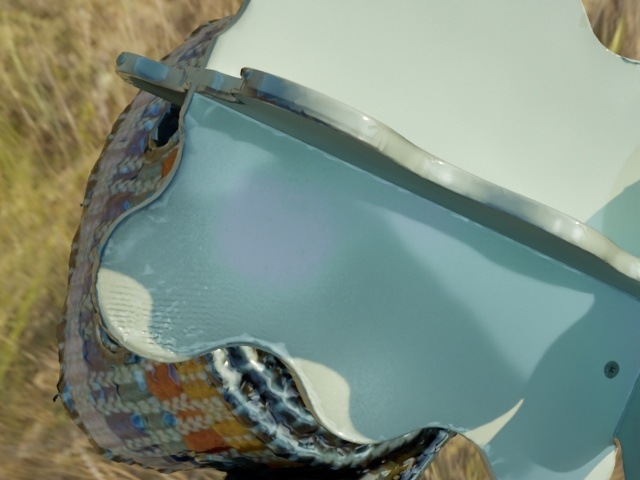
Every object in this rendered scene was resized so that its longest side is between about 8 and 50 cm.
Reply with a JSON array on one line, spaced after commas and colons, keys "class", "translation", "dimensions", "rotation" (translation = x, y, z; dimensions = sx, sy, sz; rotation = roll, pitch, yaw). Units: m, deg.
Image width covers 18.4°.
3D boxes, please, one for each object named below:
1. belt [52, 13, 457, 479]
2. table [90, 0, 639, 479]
[{"class": "belt", "translation": [0.000, 0.000, 0.968], "dimensions": [0.207, 0.160, 0.295], "rotation": [50, 56, -24]}, {"class": "table", "translation": [0.038, -0.013, 0.625], "dimensions": [0.198, 0.166, 0.166], "rotation": [25, 81, -24]}]
